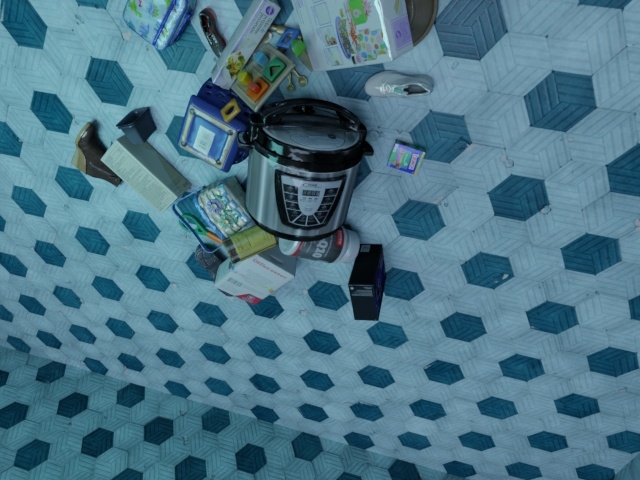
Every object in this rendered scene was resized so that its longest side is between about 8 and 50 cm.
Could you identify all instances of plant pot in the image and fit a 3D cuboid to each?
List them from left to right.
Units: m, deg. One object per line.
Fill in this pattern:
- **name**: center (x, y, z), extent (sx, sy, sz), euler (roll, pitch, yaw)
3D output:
- **plant pot**: center (-0.351, -0.389, 1.424), extent (0.236, 0.212, 0.235), euler (30, 128, -6)
- **plant pot**: center (0.204, -0.640, 1.139), extent (0.238, 0.109, 0.237), euler (8, 126, 11)

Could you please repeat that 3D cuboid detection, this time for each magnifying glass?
- **magnifying glass**: center (-0.530, -0.044, 1.849), extent (0.231, 0.026, 0.092), euler (31, 127, -4)

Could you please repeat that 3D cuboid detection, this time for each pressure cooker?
- **pressure cooker**: center (-0.059, -0.253, 1.338), extent (0.376, 0.370, 0.419), euler (29, 130, 20)

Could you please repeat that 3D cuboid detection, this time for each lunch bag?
- **lunch bag**: center (-0.510, -0.735, 1.303), extent (0.176, 0.090, 0.219), euler (40, 127, -16)

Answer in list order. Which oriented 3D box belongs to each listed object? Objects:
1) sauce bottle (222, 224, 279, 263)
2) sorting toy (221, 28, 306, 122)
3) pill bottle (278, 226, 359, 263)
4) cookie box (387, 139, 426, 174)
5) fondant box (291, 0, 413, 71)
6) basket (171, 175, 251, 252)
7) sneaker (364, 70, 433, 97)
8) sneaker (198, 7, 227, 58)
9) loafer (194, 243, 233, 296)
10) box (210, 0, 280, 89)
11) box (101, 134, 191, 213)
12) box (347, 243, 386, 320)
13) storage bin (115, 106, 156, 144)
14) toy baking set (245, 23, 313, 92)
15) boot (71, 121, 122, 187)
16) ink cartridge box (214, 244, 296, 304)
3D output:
- **sauce bottle**: center (-0.208, -0.022, 1.612), extent (0.345, 0.111, 0.111), euler (-24, 123, -15)
- **sorting toy**: center (-0.183, -0.495, 1.224), extent (0.347, 0.196, 0.047), euler (-47, 142, 9)
- **pill bottle**: center (0.000, 0.000, 1.568), extent (0.284, 0.161, 0.161), euler (12, 135, -31)
- **cookie box**: center (0.294, -0.285, 1.409), extent (0.107, 0.040, 0.091), euler (18, 127, 3)
- **fondant box**: center (0.075, -0.603, 1.110), extent (0.331, 0.096, 0.238), euler (21, 140, 49)
- **basket**: center (-0.425, -0.110, 1.653), extent (0.289, 0.201, 0.254), euler (-30, 108, 23)
- **sneaker**: center (0.237, -0.471, 1.259), extent (0.213, 0.094, 0.080), euler (3, 127, 15)
- **sneaker**: center (-0.353, -0.658, 1.323), extent (0.061, 0.064, 0.157), euler (-9, 121, 23)
- **loafer**: center (-0.479, 0.133, 1.934), extent (0.109, 0.095, 0.302), euler (-31, 120, 0)
- **box**: center (-0.244, -0.624, 1.297), extent (0.063, 0.067, 0.324), euler (12, 137, -40)
- **box**: center (-0.704, -0.276, 1.670), extent (0.148, 0.121, 0.311), euler (-31, 111, 32)
- **box**: center (0.190, 0.161, 1.623), extent (0.103, 0.261, 0.184), euler (1, 125, 16)
- **storage bin**: center (-0.695, -0.430, 1.557), extent (0.099, 0.135, 0.091), euler (-3, 133, 19)
- **toy baking set**: center (-0.131, -0.590, 1.325), extent (0.257, 0.030, 0.196), euler (23, 128, 0)
- **boot**: center (-0.911, -0.355, 1.720), extent (0.207, 0.090, 0.248), euler (27, 128, -18)
- **ink cartridge box**: center (-0.283, 0.134, 1.803), extent (0.226, 0.131, 0.306), euler (33, 127, -29)
